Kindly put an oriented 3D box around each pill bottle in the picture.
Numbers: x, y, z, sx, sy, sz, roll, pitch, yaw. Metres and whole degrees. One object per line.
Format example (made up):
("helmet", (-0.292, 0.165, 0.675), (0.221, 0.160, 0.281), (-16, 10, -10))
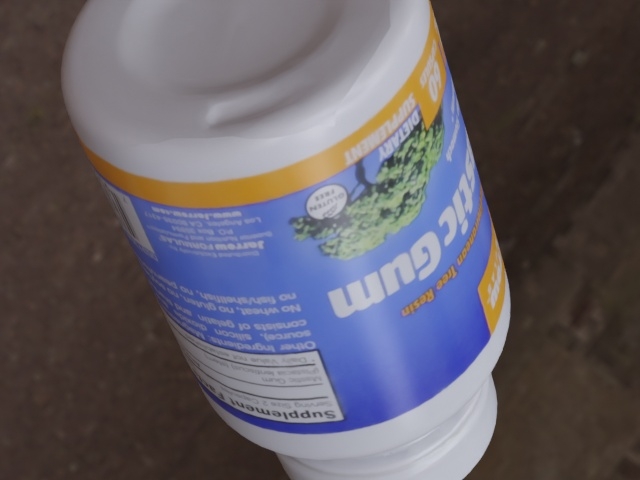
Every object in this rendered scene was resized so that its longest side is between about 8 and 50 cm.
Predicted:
("pill bottle", (0.000, 0.000, 0.861), (0.152, 0.152, 0.272), (-46, 140, -22))
